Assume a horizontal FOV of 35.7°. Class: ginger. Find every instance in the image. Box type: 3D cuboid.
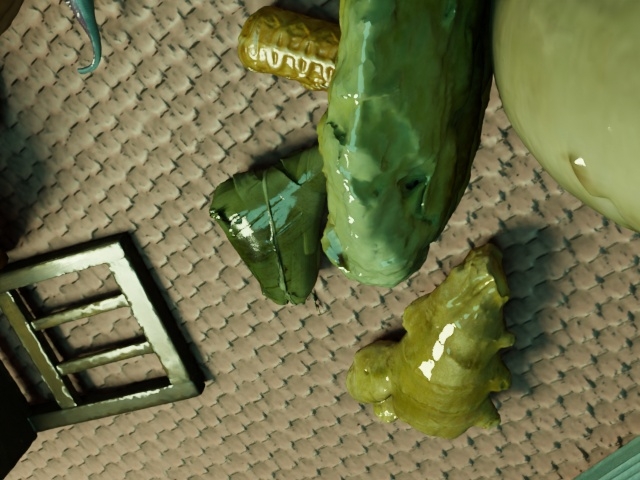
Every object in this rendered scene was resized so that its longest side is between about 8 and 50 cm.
[{"bbox_3d":[0.102,0.099,0.798,0.115,0.081,0.205,58,138,20],"label":"ginger"}]

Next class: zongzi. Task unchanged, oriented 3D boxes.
[{"bbox_3d":[0.000,0.000,0.798,0.130,0.062,0.154,-23,117,18],"label":"zongzi"}]

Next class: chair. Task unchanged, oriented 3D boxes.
[{"bbox_3d":[-0.355,0.166,0.919,0.416,0.241,0.203,-14,112,29],"label":"chair"}]

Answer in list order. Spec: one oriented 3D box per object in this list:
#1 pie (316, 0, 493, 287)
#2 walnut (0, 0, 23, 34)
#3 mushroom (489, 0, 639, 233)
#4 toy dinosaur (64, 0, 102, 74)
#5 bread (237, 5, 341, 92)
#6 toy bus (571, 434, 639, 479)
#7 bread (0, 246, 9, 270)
[{"bbox_3d":[0.062,-0.126,0.542,0.071,0.306,0.307,9,123,11],"label":"pie"},{"bbox_3d":[-0.339,-0.201,0.678,0.273,0.273,0.227,33,129,0],"label":"walnut"},{"bbox_3d":[0.261,-0.080,0.452,0.362,0.362,0.295,1,121,21],"label":"mushroom"},{"bbox_3d":[-0.173,-0.217,0.734,0.080,0.045,0.198,14,118,28],"label":"toy dinosaur"},{"bbox_3d":[0.015,-0.128,0.714,0.157,0.044,0.052,18,128,10],"label":"bread"},{"bbox_3d":[0.249,0.303,0.823,0.190,0.152,0.312,39,125,-6],"label":"toy bus"},{"bbox_3d":[-0.407,0.017,0.844,0.232,0.247,0.135,-11,100,8],"label":"bread"}]
